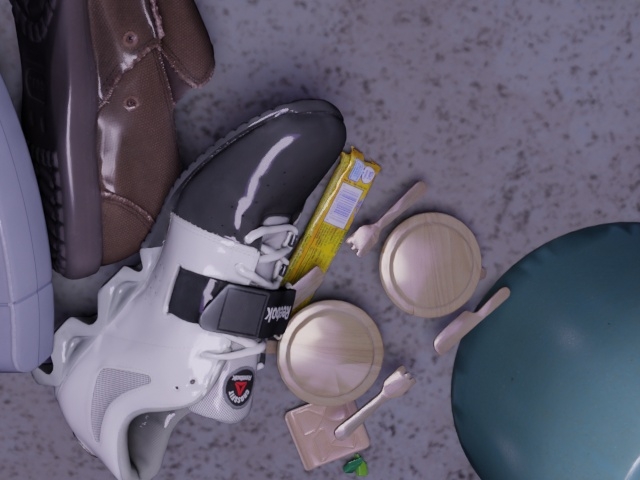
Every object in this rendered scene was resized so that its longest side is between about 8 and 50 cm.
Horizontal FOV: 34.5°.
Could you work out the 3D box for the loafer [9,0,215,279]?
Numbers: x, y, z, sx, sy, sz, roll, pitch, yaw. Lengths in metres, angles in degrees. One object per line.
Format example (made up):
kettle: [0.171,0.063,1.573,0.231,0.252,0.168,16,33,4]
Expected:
loafer: [-0.147,-0.155,0.741,0.130,0.134,0.366,-10,119,-31]

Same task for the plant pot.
plant pot: [0.271,0.156,0.801,0.292,0.235,0.293,-2,106,-6]

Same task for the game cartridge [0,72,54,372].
game cartridge: [-0.295,-0.041,0.738,0.196,0.060,0.294,-5,107,21]

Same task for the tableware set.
tableware set: [0.046,0.054,0.841,0.194,0.039,0.128,-40,101,-3]

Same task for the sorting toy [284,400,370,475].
sorting toy: [0.010,0.174,0.893,0.062,0.012,0.083,-22,103,-5]

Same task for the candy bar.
candy bar: [0.000,0.000,0.839,0.040,0.018,0.162,23,103,-21]

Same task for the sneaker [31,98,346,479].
sneaker: [-0.069,0.049,0.753,0.330,0.122,0.146,-50,63,23]
